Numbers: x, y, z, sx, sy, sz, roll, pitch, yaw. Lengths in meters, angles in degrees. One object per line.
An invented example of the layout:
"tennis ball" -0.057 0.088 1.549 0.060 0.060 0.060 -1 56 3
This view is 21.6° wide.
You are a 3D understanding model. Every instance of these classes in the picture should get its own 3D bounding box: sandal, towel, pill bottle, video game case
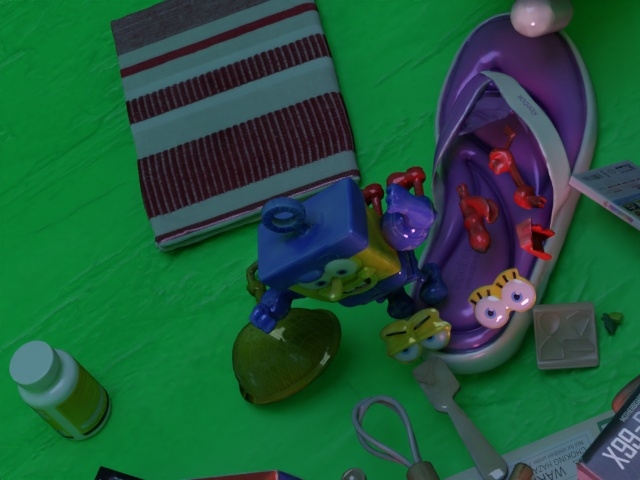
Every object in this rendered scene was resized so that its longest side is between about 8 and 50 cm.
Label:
"sandal" 0.173 -0.070 1.618 0.169 0.102 0.416 -2 58 21
"towel" -0.096 -0.154 1.828 0.237 0.037 0.329 -19 56 8
"pill bottle" -0.259 0.146 1.652 0.065 0.116 0.065 -10 57 16
"video game case" 0.305 -0.036 1.566 0.087 0.011 0.122 -15 40 -40

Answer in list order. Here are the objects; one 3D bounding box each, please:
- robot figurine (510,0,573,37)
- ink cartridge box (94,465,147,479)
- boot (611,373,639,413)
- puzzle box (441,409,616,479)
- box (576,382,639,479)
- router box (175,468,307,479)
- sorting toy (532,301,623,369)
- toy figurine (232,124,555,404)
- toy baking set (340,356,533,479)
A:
"robot figurine" 0.214 -0.347 1.630 0.199 0.353 0.300 -4 93 23
"ink cartridge box" -0.134 0.285 1.557 0.207 0.046 0.097 13 67 28
"boot" 0.358 0.136 1.373 0.197 0.073 0.152 -40 58 -2
"puzzle box" 0.245 0.283 1.396 0.409 0.052 0.272 -23 53 7
"box" 0.384 0.137 1.286 0.242 0.076 0.307 35 77 24
"router box" -0.075 0.261 1.288 0.301 0.335 0.082 -10 66 29
"sorting toy" 0.238 0.087 1.539 0.083 0.012 0.062 -3 76 1
"toy figurine" 0.000 0.000 1.512 0.362 0.217 0.191 -25 57 30
"toy baking set" 0.082 0.222 1.450 0.196 0.030 0.256 22 70 32
